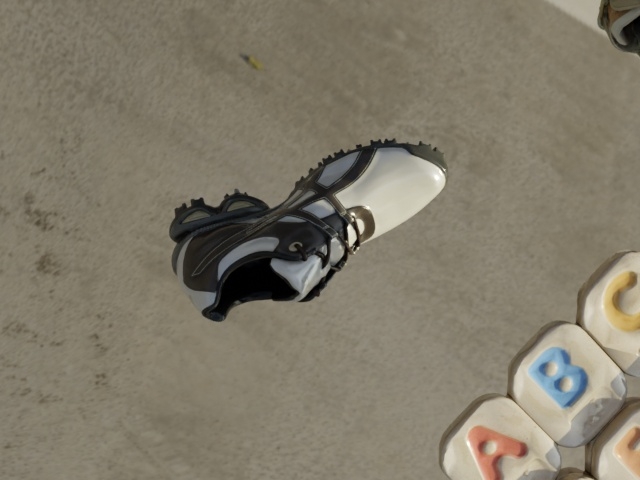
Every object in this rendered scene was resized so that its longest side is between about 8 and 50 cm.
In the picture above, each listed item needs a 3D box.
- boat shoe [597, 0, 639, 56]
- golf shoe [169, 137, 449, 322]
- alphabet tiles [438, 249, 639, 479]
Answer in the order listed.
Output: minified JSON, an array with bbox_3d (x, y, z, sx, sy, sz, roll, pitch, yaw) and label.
[{"bbox_3d":[0.307,-0.224,0.792,0.103,0.113,0.302,-31,68,2],"label":"boat shoe"},{"bbox_3d":[0.000,0.000,0.581,0.198,0.077,0.094,-21,46,1],"label":"golf shoe"},{"bbox_3d":[0.214,0.153,0.519,0.284,0.021,0.278,-46,104,-3],"label":"alphabet tiles"}]
